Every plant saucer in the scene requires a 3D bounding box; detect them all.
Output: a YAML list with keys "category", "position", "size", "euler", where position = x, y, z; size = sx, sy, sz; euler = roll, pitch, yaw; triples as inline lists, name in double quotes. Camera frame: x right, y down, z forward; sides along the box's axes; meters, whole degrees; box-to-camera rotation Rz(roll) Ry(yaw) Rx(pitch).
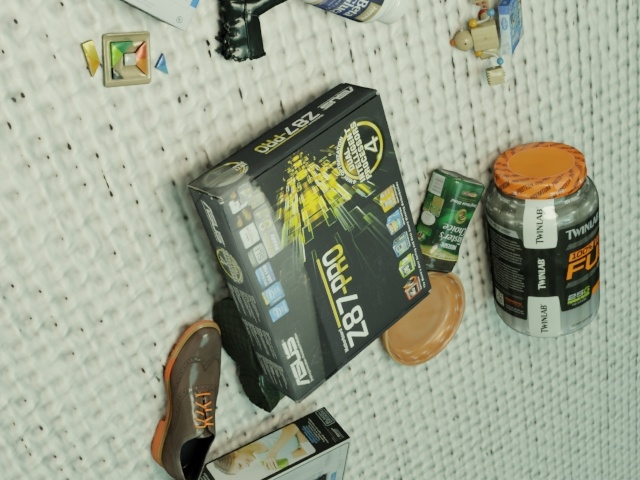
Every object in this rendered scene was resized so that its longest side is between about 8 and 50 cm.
- category: "plant saucer"
  position: [0.191, 0.142, 1.746]
  size: [0.200, 0.037, 0.200]
  euler: [-17, 121, -32]

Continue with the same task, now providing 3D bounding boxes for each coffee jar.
- category: "coffee jar"
  position: [0.221, -0.031, 1.656]
  size: [0.096, 0.079, 0.184]
  euler: [8, 107, -40]

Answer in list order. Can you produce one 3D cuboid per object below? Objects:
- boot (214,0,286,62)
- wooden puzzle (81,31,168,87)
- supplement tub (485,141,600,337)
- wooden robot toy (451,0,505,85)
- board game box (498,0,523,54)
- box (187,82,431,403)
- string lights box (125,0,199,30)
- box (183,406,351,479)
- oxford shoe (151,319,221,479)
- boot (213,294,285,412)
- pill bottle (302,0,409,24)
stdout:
- category: "boot"
  position: [-0.091, -0.308, 1.300]
  size: [0.121, 0.045, 0.099]
  euler: [-15, 118, -24]
- category: "wooden puzzle"
  position: [-0.257, -0.240, 1.224]
  size: [0.116, 0.014, 0.078]
  euler: [-19, 122, -30]
- category: "supplement tub"
  position: [0.422, -0.002, 1.741]
  size: [0.207, 0.207, 0.338]
  euler: [-29, 127, -24]
- category: "wooden robot toy"
  position: [0.261, -0.341, 1.562]
  size: [0.079, 0.076, 0.173]
  euler: [-14, 126, 8]
- category: "board game box"
  position: [0.328, -0.378, 1.581]
  size: [0.090, 0.020, 0.090]
  euler: [-57, 144, -46]
- category: "box"
  position: [0.000, 0.004, 1.414]
  size: [0.318, 0.097, 0.395]
  euler: [-35, 126, -26]
- category: "string lights box"
  position: [-0.183, -0.413, 1.154]
  size: [0.133, 0.077, 0.259]
  euler: [21, 97, -42]
- category: "box"
  position: [-0.094, 0.425, 1.603]
  size: [0.290, 0.087, 0.169]
  euler: [-19, 136, -30]
- category: "oxford shoe"
  position: [-0.192, 0.260, 1.461]
  size: [0.097, 0.098, 0.271]
  euler: [-2, 112, -37]
- category: "boot"
  position: [-0.078, 0.153, 1.530]
  size: [0.161, 0.083, 0.246]
  euler: [-41, 131, -31]
- category: "pill bottle"
  position: [0.048, -0.372, 1.342]
  size: [0.169, 0.094, 0.094]
  euler: [9, 106, -40]
